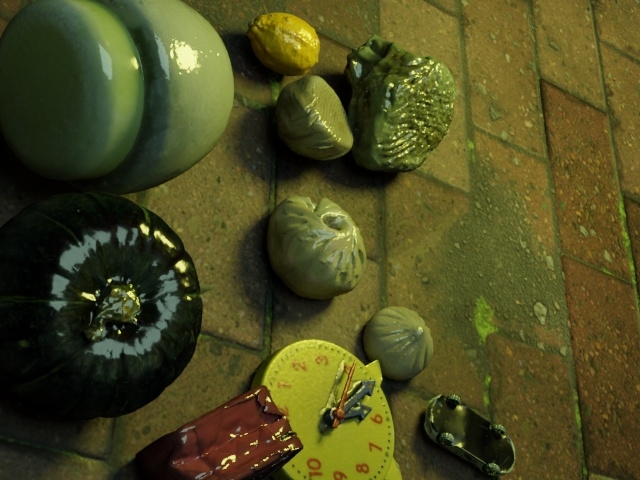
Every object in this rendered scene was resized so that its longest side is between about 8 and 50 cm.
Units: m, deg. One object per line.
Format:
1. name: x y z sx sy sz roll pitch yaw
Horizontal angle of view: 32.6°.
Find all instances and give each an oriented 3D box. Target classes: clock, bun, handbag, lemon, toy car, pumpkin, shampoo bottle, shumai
1. clock: 0.016 0.292 1.786 0.293 0.071 0.277 1 65 -39
2. bun: 0.000 0.000 1.909 0.178 0.128 0.193 8 58 -35
3. handbag: -0.143 0.313 1.592 0.225 0.146 0.135 -20 73 -44
4. lemon: -0.070 -0.375 2.083 0.155 0.114 0.114 22 53 -23
5. toy car: 0.269 0.354 1.970 0.205 0.056 0.095 35 47 -23
6. bun: -0.021 -0.217 2.029 0.167 0.113 0.173 65 22 4
7. pumpkin: -0.318 0.090 1.509 0.323 0.241 0.323 8 76 -36
8. bun: 0.150 0.176 1.954 0.138 0.094 0.138 17 57 -28
9. shampoo bottle: -0.304 -0.232 1.656 0.317 0.322 0.323 -16 76 -53
10. shumai: 0.121 -0.255 2.167 0.225 0.222 0.261 43 72 -49
